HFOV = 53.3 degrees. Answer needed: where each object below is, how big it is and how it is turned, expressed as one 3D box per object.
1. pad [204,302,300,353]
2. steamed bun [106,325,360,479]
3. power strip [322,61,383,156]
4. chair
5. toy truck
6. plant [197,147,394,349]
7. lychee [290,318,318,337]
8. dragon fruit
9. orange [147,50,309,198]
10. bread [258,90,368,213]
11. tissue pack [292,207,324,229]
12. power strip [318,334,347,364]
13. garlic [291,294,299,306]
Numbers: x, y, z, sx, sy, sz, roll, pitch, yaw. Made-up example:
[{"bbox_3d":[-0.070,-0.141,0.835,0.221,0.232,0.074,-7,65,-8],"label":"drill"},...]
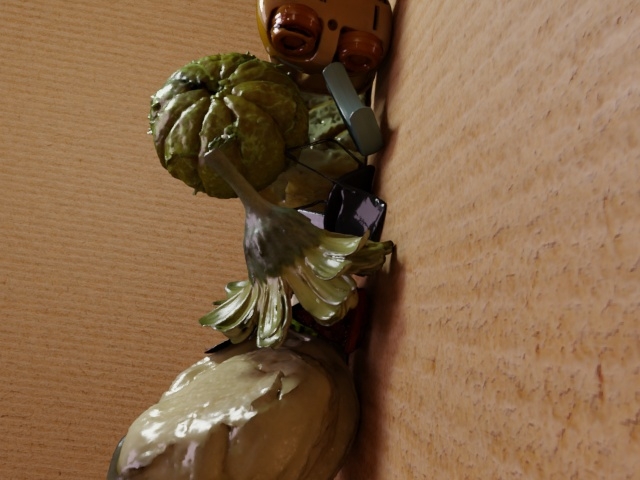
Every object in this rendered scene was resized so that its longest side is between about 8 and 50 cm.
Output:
[{"bbox_3d":[-0.072,0.131,1.097,0.004,0.267,0.181,62,172,8],"label":"pad"},{"bbox_3d":[-0.105,0.288,0.934,0.372,0.324,0.230,-59,-46,-70],"label":"steamed bun"},{"bbox_3d":[0.058,-0.226,1.125,0.216,0.044,0.137,-112,-5,-50],"label":"power strip"},{"bbox_3d":[0.046,-0.067,1.113,0.145,0.221,0.140,-22,-46,-44],"label":"chair"},{"bbox_3d":[0.011,-0.406,1.207,0.211,0.288,0.204,149,130,-67],"label":"toy truck"},{"bbox_3d":[-0.048,0.013,0.965,0.261,0.305,0.297,9,-126,-59],"label":"plant"},{"bbox_3d":[-0.098,0.301,1.231,0.320,0.270,0.270,-45,7,1],"label":"lychee"},{"bbox_3d":[0.017,0.137,1.052,0.192,0.122,0.092,165,87,-83],"label":"dragon fruit"},{"bbox_3d":[-0.175,-0.208,1.183,0.300,0.301,0.223,-46,-27,-29],"label":"orange"},{"bbox_3d":[-0.035,-0.253,1.421,0.239,0.263,0.395,101,175,-65],"label":"bread"},{"bbox_3d":[0.000,0.000,1.296,0.156,0.051,0.112,14,99,44],"label":"tissue pack"},{"bbox_3d":[0.020,0.209,1.146,0.032,0.056,0.123,112,166,-62],"label":"power strip"},{"bbox_3d":[-0.036,0.084,1.389,0.245,0.164,0.145,-100,30,-54],"label":"garlic"}]
